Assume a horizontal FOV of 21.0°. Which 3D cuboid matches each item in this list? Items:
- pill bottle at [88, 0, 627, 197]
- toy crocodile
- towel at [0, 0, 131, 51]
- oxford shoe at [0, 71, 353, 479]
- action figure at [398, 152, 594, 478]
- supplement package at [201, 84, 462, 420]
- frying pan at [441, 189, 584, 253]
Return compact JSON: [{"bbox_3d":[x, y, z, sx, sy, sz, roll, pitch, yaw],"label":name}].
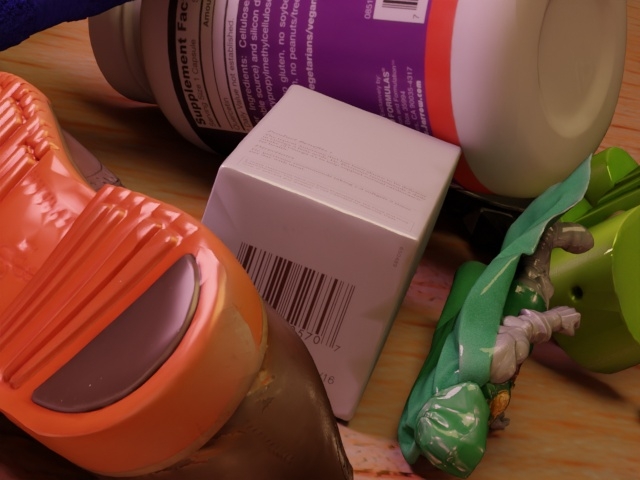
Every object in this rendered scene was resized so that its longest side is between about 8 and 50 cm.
[{"bbox_3d":[0.016,-0.132,1.084,0.323,0.181,0.181,10,12,34],"label":"pill bottle"},{"bbox_3d":[0.222,-0.016,1.101,0.105,0.115,0.340,62,28,-2],"label":"toy crocodile"},{"bbox_3d":[-0.240,-0.158,0.969,0.228,0.076,0.308,14,30,34],"label":"towel"},{"bbox_3d":[-0.116,0.028,0.760,0.133,0.130,0.364,46,-6,-37],"label":"oxford shoe"},{"bbox_3d":[0.086,0.052,0.867,0.063,0.137,0.232,34,30,2],"label":"action figure"},{"bbox_3d":[0.000,0.000,0.903,0.105,0.105,0.179,21,21,5],"label":"supplement package"},{"bbox_3d":[0.132,-0.031,1.187,0.197,0.053,0.326,1,39,-37],"label":"frying pan"}]
